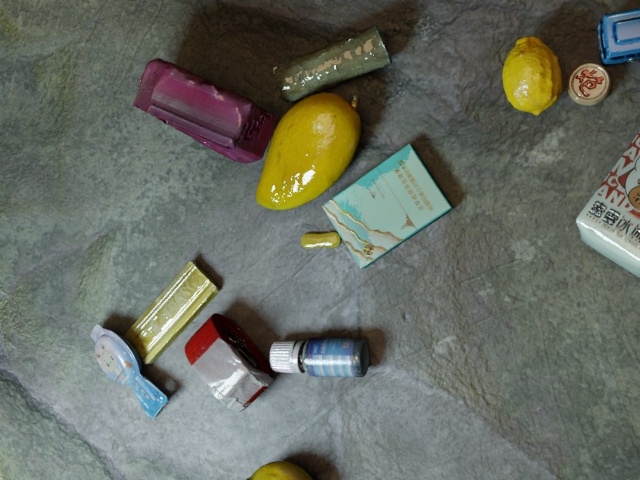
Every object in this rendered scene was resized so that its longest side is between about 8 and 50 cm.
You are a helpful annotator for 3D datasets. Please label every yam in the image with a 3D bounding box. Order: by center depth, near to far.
[{"bbox_3d":[0.020,-0.366,1.775,0.259,0.093,0.093,-18,83,18],"label":"yam"}]

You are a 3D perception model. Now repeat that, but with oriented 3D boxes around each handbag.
[{"bbox_3d":[0.614,-0.091,1.531,0.171,0.151,0.298,37,91,24],"label":"handbag"}]

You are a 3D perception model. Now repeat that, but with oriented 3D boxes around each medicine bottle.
[{"bbox_3d":[-0.003,0.245,1.778,0.203,0.083,0.084,-3,88,19],"label":"medicine bottle"}]

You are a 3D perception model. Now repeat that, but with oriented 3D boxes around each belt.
[{"bbox_3d":[-0.202,0.268,1.821,0.124,0.128,0.201,-46,73,13],"label":"belt"}]

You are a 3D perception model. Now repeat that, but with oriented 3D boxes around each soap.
[{"bbox_3d":[-0.254,-0.277,1.794,0.324,0.220,0.127,28,91,21],"label":"soap"},{"bbox_3d":[0.000,0.000,1.817,0.089,0.012,0.034,-4,88,19],"label":"soap"},{"bbox_3d":[-0.337,0.163,1.915,0.092,0.037,0.252,46,103,12],"label":"soap"}]

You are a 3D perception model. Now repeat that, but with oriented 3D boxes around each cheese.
[{"bbox_3d":[-0.439,0.292,1.922,0.245,0.052,0.135,49,137,9],"label":"cheese"}]

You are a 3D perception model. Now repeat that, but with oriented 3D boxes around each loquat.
[{"bbox_3d":[-0.075,0.551,1.766,0.204,0.149,0.172,17,93,4],"label":"loquat"}]

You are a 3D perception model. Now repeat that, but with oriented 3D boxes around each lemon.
[{"bbox_3d":[0.406,-0.317,1.632,0.114,0.114,0.155,-11,90,18],"label":"lemon"}]

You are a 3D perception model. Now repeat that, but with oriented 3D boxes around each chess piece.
[{"bbox_3d":[0.518,-0.301,1.635,0.083,0.038,0.084,-1,87,18],"label":"chess piece"}]

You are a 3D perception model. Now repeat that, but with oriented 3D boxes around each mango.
[{"bbox_3d":[-0.027,-0.186,1.776,0.176,0.119,0.317,42,108,13],"label":"mango"}]

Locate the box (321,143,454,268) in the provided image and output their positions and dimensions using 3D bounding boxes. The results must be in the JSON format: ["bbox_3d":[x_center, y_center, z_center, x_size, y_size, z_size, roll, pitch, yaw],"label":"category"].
[{"bbox_3d":[0.137,-0.070,1.757,0.229,0.041,0.162,-35,78,14],"label":"box"}]

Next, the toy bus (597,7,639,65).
[{"bbox_3d":[0.611,-0.386,1.570,0.184,0.106,0.090,-7,89,18],"label":"toy bus"}]
